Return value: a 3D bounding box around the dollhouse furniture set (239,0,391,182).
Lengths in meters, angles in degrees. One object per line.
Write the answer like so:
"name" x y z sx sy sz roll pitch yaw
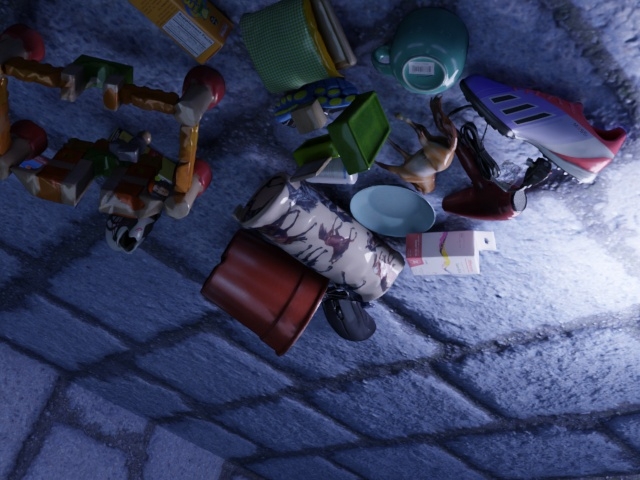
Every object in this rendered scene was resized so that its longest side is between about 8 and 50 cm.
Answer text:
"dollhouse furniture set" -0.034 -0.265 1.182 0.198 0.151 0.301 -11 118 33

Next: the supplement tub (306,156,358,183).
"supplement tub" 0.024 -0.158 1.447 0.107 0.071 0.071 5 143 16

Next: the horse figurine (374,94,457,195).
"horse figurine" 0.197 -0.177 1.340 0.174 0.066 0.263 34 151 -6

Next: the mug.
"mug" 0.175 -0.309 1.153 0.129 0.097 0.158 32 142 -21

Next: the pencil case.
"pencil case" 0.000 0.000 1.595 0.410 0.159 0.183 35 122 -25

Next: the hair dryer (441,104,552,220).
"hair dryer" 0.328 -0.136 1.364 0.223 0.080 0.293 43 148 13

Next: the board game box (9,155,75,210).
"board game box" -0.762 -0.185 1.768 0.281 0.027 0.145 29 145 -17

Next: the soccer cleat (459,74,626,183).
"soccer cleat" 0.394 -0.224 1.197 0.318 0.108 0.116 29 122 -14

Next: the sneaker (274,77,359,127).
"sneaker" -0.002 -0.267 1.327 0.188 0.067 0.078 -12 157 32

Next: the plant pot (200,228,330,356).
"plant pot" -0.152 0.120 1.758 0.265 0.272 0.272 32 143 -7

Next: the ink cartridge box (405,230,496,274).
"ink cartridge box" 0.306 0.031 1.565 0.198 0.067 0.115 -3 156 18

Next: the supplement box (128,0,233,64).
"supplement box" -0.269 -0.427 1.192 0.080 0.078 0.233 -23 130 38

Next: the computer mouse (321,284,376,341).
"computer mouse" 0.065 0.224 1.954 0.189 0.072 0.272 -10 137 31

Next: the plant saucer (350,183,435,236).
"plant saucer" 0.165 -0.077 1.524 0.195 0.037 0.195 11 147 7

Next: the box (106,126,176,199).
"box" -0.411 -0.172 1.616 0.232 0.058 0.087 33 141 -22

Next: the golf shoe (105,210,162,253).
"golf shoe" -0.533 -0.018 1.827 0.105 0.120 0.273 30 144 -21

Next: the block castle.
"block castle" -0.440 -0.242 1.381 0.454 0.212 0.303 12 124 -3
